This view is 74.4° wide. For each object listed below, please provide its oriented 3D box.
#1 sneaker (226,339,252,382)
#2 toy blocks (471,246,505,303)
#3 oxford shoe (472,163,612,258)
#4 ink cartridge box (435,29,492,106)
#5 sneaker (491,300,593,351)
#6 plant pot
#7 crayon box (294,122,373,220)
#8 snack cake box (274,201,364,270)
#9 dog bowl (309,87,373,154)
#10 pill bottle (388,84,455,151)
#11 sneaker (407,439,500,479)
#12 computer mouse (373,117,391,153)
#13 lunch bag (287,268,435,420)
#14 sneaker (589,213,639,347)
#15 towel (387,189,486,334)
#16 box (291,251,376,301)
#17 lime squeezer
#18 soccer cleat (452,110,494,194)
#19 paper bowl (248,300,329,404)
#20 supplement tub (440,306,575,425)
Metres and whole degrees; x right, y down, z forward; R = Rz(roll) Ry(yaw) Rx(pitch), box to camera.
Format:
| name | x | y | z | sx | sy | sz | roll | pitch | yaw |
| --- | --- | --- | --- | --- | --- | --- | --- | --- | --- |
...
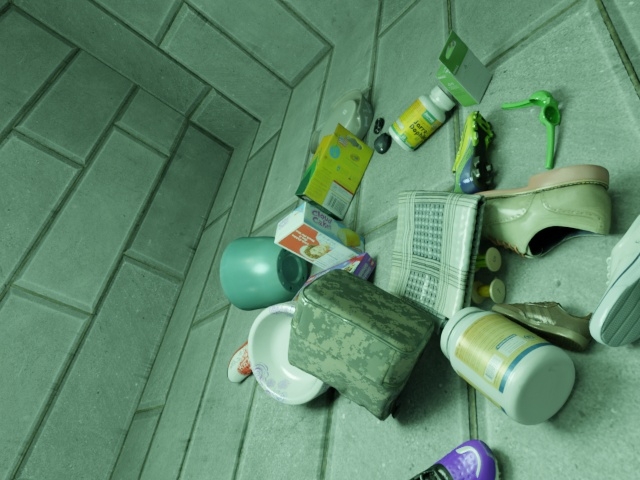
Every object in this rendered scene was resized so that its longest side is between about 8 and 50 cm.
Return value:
| name | x | y | z | sx | sy | sz | roll | pitch | yaw |
| --- | --- | --- | --- | --- | --- | --- | --- | --- | --- |
| sneaker | -0.254 | 0.447 | 1.563 | 0.270 | 0.090 | 0.145 | -54 | 26 | 4 |
| toy blocks | 0.336 | 0.082 | 0.962 | 0.148 | 0.054 | 0.124 | -12 | 83 | 54 |
| oxford shoe | 0.407 | -0.031 | 0.914 | 0.396 | 0.140 | 0.147 | -25 | 58 | 56 |
| ink cartridge box | 0.421 | -0.517 | 1.280 | 0.062 | 0.209 | 0.109 | 14 | 75 | 61 |
| sneaker | 0.423 | 0.148 | 0.803 | 0.071 | 0.066 | 0.188 | -48 | 30 | -15 |
| plant pot | -0.194 | 0.116 | 1.600 | 0.234 | 0.293 | 0.293 | -9 | 54 | 36 |
| crayon box | 0.059 | -0.263 | 1.633 | 0.081 | 0.202 | 0.319 | 5 | 66 | 60 |
| snack cake box | 0.000 | 0.000 | 1.399 | 0.152 | 0.264 | 0.089 | -32 | 40 | 39 |
| dog bowl | 0.099 | -0.514 | 1.918 | 0.348 | 0.102 | 0.349 | -38 | 35 | 33 |
| pill bottle | 0.339 | -0.406 | 1.404 | 0.208 | 0.117 | 0.118 | -43 | 32 | 27 |
| sneaker | 0.190 | 0.473 | 0.756 | 0.294 | 0.146 | 0.102 | -54 | 28 | 10 |
| computer mouse | 0.235 | -0.425 | 1.675 | 0.071 | 0.041 | 0.242 | -41 | 32 | 31 |
| lunch bag | 0.075 | 0.246 | 0.981 | 0.304 | 0.212 | 0.256 | 26 | 115 | 22 |
| sneaker | 0.524 | 0.059 | 0.701 | 0.258 | 0.094 | 0.091 | -54 | 10 | 0 |
| towel | 0.255 | 0.042 | 1.016 | 0.312 | 0.056 | 0.325 | -158 | 72 | -66 |
| box | 0.024 | 0.158 | 1.352 | 0.293 | 0.057 | 0.201 | -28 | 17 | 45 |
| lime squeezer | 0.539 | -0.308 | 1.049 | 0.110 | 0.058 | 0.311 | -40 | 34 | 31 |
| soccer cleat | 0.408 | -0.240 | 1.161 | 0.121 | 0.093 | 0.290 | -32 | 37 | 51 |
| paper bowl | -0.064 | 0.320 | 1.241 | 0.283 | 0.148 | 0.285 | 0 | 90 | 31 |
| supplement tub | 0.333 | 0.219 | 0.774 | 0.145 | 0.144 | 0.199 | -58 | 28 | 2 |
